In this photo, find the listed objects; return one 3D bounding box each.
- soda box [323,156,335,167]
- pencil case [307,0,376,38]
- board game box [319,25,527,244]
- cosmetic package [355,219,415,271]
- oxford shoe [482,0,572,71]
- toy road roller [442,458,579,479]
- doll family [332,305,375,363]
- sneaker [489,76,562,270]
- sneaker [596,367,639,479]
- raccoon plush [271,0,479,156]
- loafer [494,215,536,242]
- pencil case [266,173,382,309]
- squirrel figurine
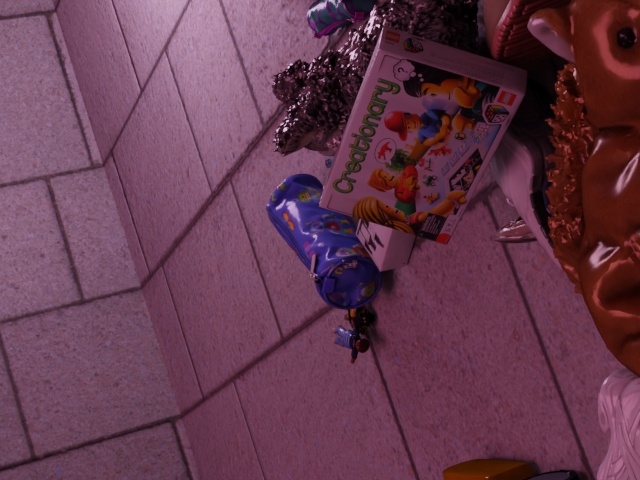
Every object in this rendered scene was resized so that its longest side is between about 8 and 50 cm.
[{"bbox_3d":[0.065,-0.172,2.053,0.183,0.058,0.063,-11,93,65],"label":"soda box"},{"bbox_3d":[0.034,-0.391,2.002,0.152,0.065,0.070,-7,71,65],"label":"pencil case"},{"bbox_3d":[0.129,-0.131,1.572,0.305,0.193,0.053,111,174,-48],"label":"board game box"},{"bbox_3d":[0.124,-0.066,1.982,0.099,0.060,0.239,56,148,36],"label":"cosmetic package"},{"bbox_3d":[0.254,-0.344,1.427,0.397,0.141,0.146,89,156,-63],"label":"oxford shoe"},{"bbox_3d":[0.248,0.462,1.776,0.329,0.241,0.202,-14,89,65],"label":"toy road roller"},{"bbox_3d":[0.061,0.131,2.204,0.111,0.076,0.193,12,118,58],"label":"doll family"},{"bbox_3d":[0.298,-0.079,1.594,0.129,0.111,0.297,103,153,-59],"label":"sneaker"},{"bbox_3d":[0.421,0.286,1.518,0.115,0.090,0.232,10,112,59],"label":"sneaker"},{"bbox_3d":[0.065,-0.299,1.631,0.216,0.299,0.446,-85,-8,-57],"label":"raccoon plush"},{"bbox_3d":[0.296,-0.019,1.682,0.125,0.045,0.039,-7,79,58],"label":"loafer"},{"bbox_3d":[0.000,0.000,2.162,0.306,0.133,0.119,56,136,46],"label":"pencil case"},{"bbox_3d":[0.333,-0.099,1.238,0.370,0.281,0.397,65,170,-13],"label":"squirrel figurine"}]
